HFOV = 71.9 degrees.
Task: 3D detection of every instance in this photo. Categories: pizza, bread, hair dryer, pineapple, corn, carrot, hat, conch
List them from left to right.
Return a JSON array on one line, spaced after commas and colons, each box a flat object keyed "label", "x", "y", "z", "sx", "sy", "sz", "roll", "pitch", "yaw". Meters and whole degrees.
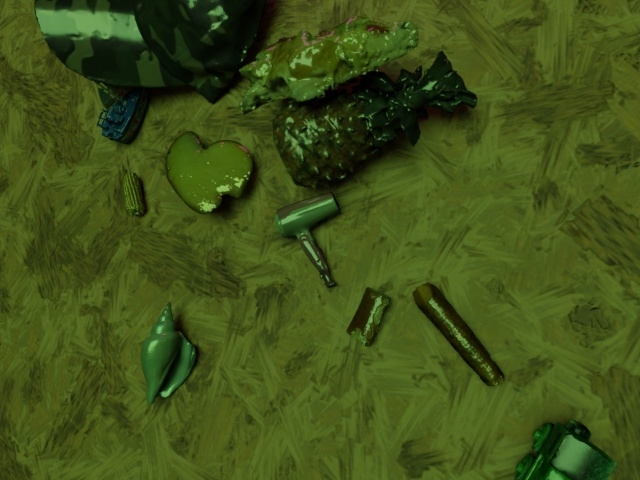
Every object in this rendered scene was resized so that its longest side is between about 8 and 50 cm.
[{"label": "corn", "x": -0.376, "y": -0.093, "z": 0.887, "sx": 0.037, "sy": 0.037, "sz": 0.092, "roll": -19, "pitch": 70, "yaw": 15}, {"label": "hat", "x": -0.313, "y": -0.461, "z": 0.823, "sx": 0.257, "sy": 0.382, "sz": 0.365, "roll": -33, "pitch": 64, "yaw": 56}, {"label": "conch", "x": -0.270, "y": 0.197, "z": 0.779, "sx": 0.065, "sy": 0.088, "sz": 0.179, "roll": -2, "pitch": 82, "yaw": 64}, {"label": "bread", "x": -0.204, "y": -0.132, "z": 0.824, "sx": 0.150, "sy": 0.065, "sz": 0.187, "roll": -38, "pitch": 65, "yaw": -3}, {"label": "pizza", "x": -0.022, "y": -0.282, "z": 0.691, "sx": 0.324, "sy": 0.089, "sz": 0.223, "roll": 9, "pitch": 40, "yaw": 45}, {"label": "hair dryer", "x": -0.005, "y": 0.005, "z": 0.735, "sx": 0.106, "sy": 0.054, "sz": 0.154, "roll": -18, "pitch": 83, "yaw": 11}, {"label": "bread", "x": 0.075, "y": 0.117, "z": 0.681, "sx": 0.047, "sy": 0.036, "sz": 0.083, "roll": 24, "pitch": 87, "yaw": 38}, {"label": "pineapple", "x": 0.083, "y": -0.186, "z": 0.692, "sx": 0.310, "sy": 0.141, "sz": 0.170, "roll": -21, "pitch": 43, "yaw": 7}, {"label": "carrot", "x": 0.196, "y": 0.134, "z": 0.633, "sx": 0.042, "sy": 0.042, "sz": 0.170, "roll": -39, "pitch": 72, "yaw": 8}]

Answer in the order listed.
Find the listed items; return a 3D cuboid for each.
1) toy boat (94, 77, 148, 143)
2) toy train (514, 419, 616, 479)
[{"label": "toy boat", "x": -0.414, "y": -0.296, "z": 0.904, "sx": 0.091, "sy": 0.110, "sz": 0.174, "roll": 19, "pitch": 84, "yaw": 25}, {"label": "toy train", "x": 0.253, "y": 0.331, "z": 0.528, "sx": 0.085, "sy": 0.119, "sz": 0.251, "roll": 31, "pitch": 89, "yaw": 22}]
